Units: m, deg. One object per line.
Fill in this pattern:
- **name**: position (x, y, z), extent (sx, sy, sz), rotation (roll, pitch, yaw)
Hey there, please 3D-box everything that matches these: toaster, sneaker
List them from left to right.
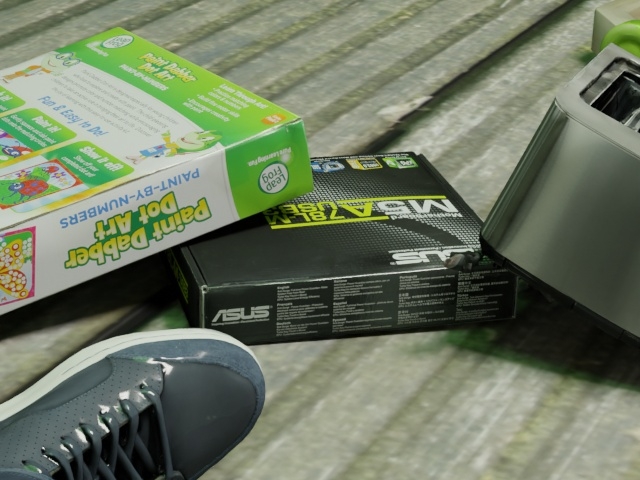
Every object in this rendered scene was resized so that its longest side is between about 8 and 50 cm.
- **sneaker**: position (-0.094, 0.110, 0.714), extent (0.226, 0.086, 0.163), rotation (-21, 20, -26)
- **toaster**: position (0.191, -0.015, 0.986), extent (0.168, 0.110, 0.186), rotation (30, 30, 12)

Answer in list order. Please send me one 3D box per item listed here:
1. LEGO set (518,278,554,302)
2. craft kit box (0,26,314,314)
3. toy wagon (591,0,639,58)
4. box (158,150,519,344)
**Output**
- **LEGO set**: position (0.121, 0.011, 1.075), extent (0.054, 0.023, 0.083), rotation (-17, 30, -38)
- **craft kit box**: position (-0.172, -0.047, 1.071), extent (0.247, 0.061, 0.250), rotation (-25, 30, -23)
- **toy wagon**: position (0.401, -0.151, 1.444), extent (0.344, 0.068, 0.267), rotation (18, 28, 31)
- **box**: position (0.000, 0.000, 1.063), extent (0.191, 0.045, 0.184), rotation (-4, 22, -14)
